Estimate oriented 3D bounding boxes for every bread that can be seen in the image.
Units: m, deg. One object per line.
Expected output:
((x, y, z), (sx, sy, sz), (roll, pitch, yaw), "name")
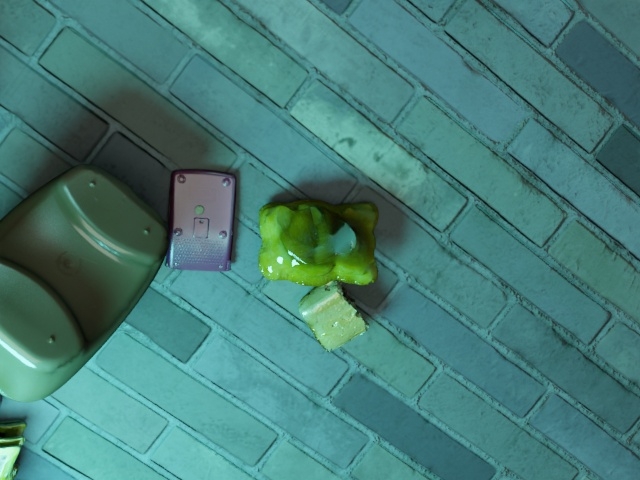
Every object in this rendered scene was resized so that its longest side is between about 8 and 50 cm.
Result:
((0.000, 0.000, 1.946), (0.233, 0.088, 0.161), (-2, 73, -6), "bread")
((0.020, 0.137, 2.008), (0.106, 0.082, 0.125), (-29, 116, 9), "bread")

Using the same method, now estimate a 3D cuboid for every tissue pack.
((-0.457, 0.076, 1.775), (0.267, 0.277, 0.387), (43, 53, -11), "tissue pack")

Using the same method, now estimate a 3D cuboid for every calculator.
((-0.223, -0.036, 1.952), (0.126, 0.034, 0.191), (3, 102, -8), "calculator")

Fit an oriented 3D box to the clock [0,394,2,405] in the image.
((-0.686, 0.209, 1.910), (0.247, 0.090, 0.228), (18, 100, -14), "clock")

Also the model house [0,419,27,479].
((-0.633, 0.493, 1.913), (0.312, 0.242, 0.358), (-34, 104, -3), "model house")
